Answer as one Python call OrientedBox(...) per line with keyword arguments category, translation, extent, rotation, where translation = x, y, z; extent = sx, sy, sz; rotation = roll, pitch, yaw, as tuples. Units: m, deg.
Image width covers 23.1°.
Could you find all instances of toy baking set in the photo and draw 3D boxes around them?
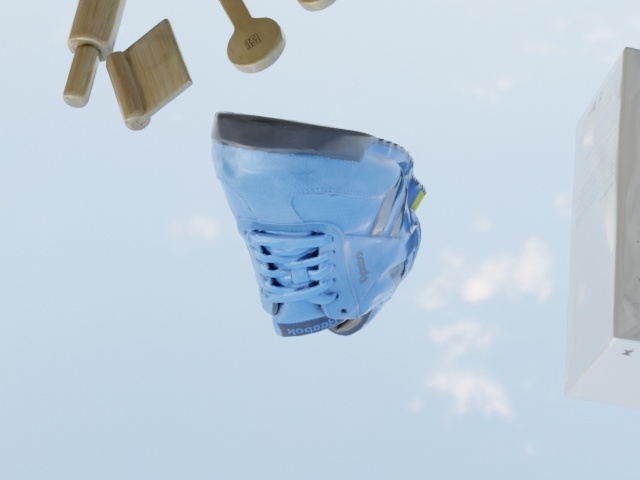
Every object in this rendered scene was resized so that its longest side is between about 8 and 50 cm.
OrientedBox(category="toy baking set", translation=(-0.065, -0.179, 0.977), extent=(0.196, 0.030, 0.256), rotation=(-10, -123, 25))

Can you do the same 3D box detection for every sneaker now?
OrientedBox(category="sneaker", translation=(0.000, 0.000, 0.653), extent=(0.069, 0.082, 0.209), rotation=(13, 174, 14))

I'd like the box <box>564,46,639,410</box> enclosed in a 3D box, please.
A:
OrientedBox(category="box", translation=(0.389, -0.002, 1.660), extent=(0.215, 0.168, 0.345), rotation=(11, -117, -6))
